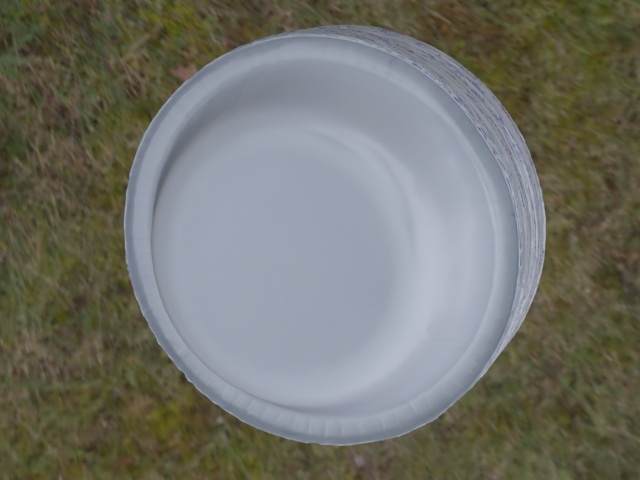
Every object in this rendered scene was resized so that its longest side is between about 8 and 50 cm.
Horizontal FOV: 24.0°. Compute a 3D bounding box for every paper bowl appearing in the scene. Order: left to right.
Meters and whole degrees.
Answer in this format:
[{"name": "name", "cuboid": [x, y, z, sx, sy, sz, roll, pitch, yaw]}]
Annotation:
[{"name": "paper bowl", "cuboid": [0.000, 0.000, 1.020, 0.284, 0.148, 0.284, 4, 103, 19]}]
